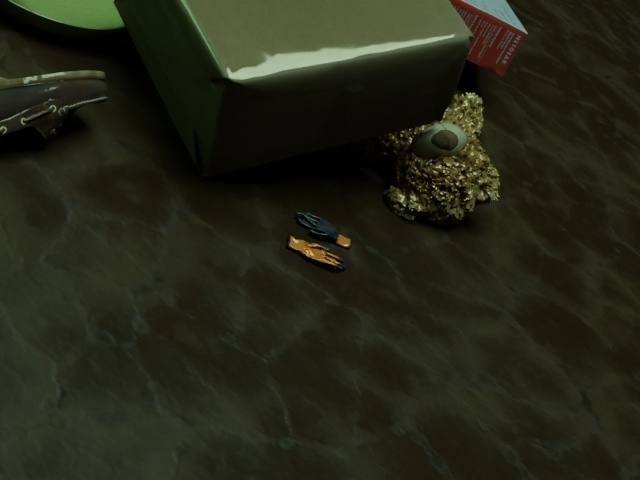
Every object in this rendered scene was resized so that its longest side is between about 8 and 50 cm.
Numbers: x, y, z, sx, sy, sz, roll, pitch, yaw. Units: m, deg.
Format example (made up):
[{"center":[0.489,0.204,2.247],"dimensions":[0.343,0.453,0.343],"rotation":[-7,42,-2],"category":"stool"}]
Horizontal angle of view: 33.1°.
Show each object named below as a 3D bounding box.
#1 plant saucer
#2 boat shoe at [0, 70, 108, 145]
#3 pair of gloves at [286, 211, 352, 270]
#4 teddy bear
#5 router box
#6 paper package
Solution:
[{"center":[-0.336,-0.322,1.346],"dimensions":[0.240,0.037,0.241],"rotation":[22,35,-16],"category":"plant saucer"},{"center":[-0.302,-0.132,1.102],"dimensions":[0.207,0.073,0.073],"rotation":[-18,94,-46],"category":"boat shoe"},{"center":[0.000,0.000,1.218],"dimensions":[0.074,0.010,0.083],"rotation":[27,32,-7],"category":"pair of gloves"},{"center":[0.120,-0.168,1.449],"dimensions":[0.245,0.113,0.338],"rotation":[19,35,-15],"category":"teddy bear"},{"center":[0.171,-0.421,1.806],"dimensions":[0.301,0.082,0.335],"rotation":[24,24,-12],"category":"router box"},{"center":[-0.040,-0.264,1.276],"dimensions":[0.324,0.168,0.310],"rotation":[-16,62,-26],"category":"paper package"}]
